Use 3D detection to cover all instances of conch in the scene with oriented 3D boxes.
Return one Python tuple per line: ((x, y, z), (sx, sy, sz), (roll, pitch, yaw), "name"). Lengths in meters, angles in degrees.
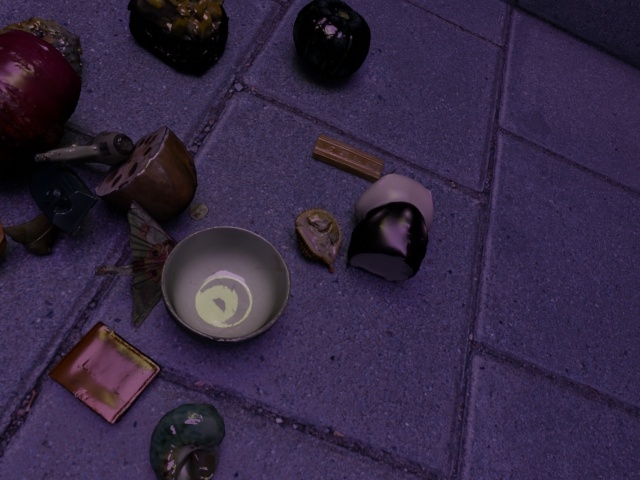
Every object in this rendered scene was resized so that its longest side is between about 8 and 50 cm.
((-0.282, 0.441, 0.945), (0.176, 0.122, 0.188), (48, 59, -14), "conch")

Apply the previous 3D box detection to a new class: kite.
((-0.432, 0.059, 1.090), (0.267, 0.013, 0.323), (-12, 104, -56), "kite")

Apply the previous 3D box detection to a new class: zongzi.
((-0.699, -0.056, 1.075), (0.062, 0.130, 0.154), (-4, 58, 15), "zongzi")

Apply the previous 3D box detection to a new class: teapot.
((-0.716, -0.243, 1.218), (0.067, 0.057, 0.083), (19, 47, 27), "teapot")

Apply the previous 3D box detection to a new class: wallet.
((-0.489, 0.302, 1.001), (0.195, 0.042, 0.161), (33, 53, 4), "wallet")

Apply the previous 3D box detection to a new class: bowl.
((-0.238, 0.126, 1.104), (0.306, 0.163, 0.308), (8, 60, -13), "bowl")

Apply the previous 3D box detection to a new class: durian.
((0.000, 0.000, 1.299), (0.146, 0.102, 0.208), (-27, 96, -26), "durian")

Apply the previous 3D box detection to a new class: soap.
((0.098, -0.282, 1.512), (0.251, 0.037, 0.092), (21, 59, -7), "soap")

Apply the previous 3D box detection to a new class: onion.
((-0.813, -0.368, 1.011), (0.398, 0.420, 0.399), (-15, 51, 19), "onion")

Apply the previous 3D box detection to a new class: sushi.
((-0.457, -0.782, 1.457), (0.327, 0.285, 0.329), (37, 56, 4), "sushi")
((-0.837, -0.540, 1.285), (0.274, 0.139, 0.184), (-36, 75, -27), "sushi")

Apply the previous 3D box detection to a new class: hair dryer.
((-0.621, -0.221, 1.126), (0.224, 0.218, 0.089), (-22, 106, -37), "hair dryer")

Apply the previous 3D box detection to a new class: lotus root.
((-0.440, -0.161, 1.164), (0.192, 0.272, 0.272), (39, 51, -33), "lotus root")

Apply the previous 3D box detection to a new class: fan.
((-0.367, -0.087, 1.272), (0.080, 0.003, 0.060), (13, 58, -12), "fan")

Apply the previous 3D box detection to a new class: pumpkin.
((0.037, -0.738, 1.631), (0.315, 0.238, 0.316), (21, 47, -25), "pumpkin")

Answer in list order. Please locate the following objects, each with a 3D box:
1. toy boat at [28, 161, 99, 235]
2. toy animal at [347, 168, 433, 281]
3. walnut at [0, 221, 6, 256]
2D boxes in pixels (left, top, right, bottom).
((-0.657, -0.127, 1.108), (0.296, 0.122, 0.114), (36, 87, 36), "toy boat")
((0.226, -0.052, 1.323), (0.250, 0.251, 0.310), (20, 65, -7), "toy animal")
((-0.827, 0.011, 1.015), (0.211, 0.087, 0.167), (17, 58, 3), "walnut")
